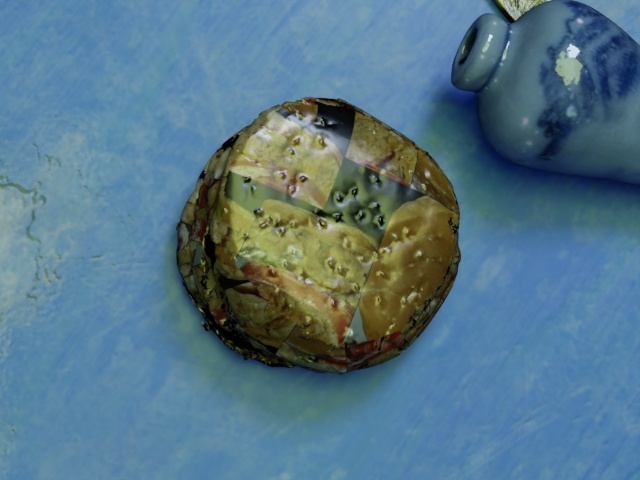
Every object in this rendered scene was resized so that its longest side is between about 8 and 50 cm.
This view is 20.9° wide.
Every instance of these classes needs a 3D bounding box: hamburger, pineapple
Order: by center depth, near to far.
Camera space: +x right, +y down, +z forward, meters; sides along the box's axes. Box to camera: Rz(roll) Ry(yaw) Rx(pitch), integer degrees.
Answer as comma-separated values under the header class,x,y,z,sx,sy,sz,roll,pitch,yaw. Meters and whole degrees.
class,x,y,z,sx,sy,sz,roll,pitch,yaw
hamburger,0.000,0.000,1.389,0.231,0.107,0.231,3,78,-15
pineapple,0.181,-0.199,1.491,0.045,0.019,0.083,-37,83,-10

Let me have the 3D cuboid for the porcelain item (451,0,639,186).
class,x,y,z,sx,sy,sz,roll,pitch,yaw
porcelain item,0.234,-0.107,1.428,0.259,0.141,0.141,23,77,-13
